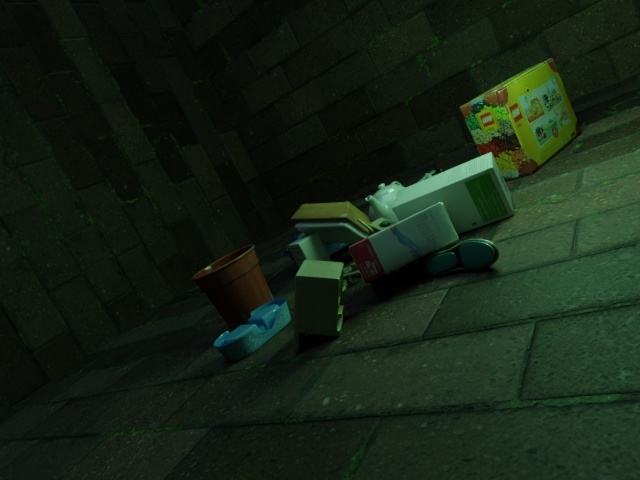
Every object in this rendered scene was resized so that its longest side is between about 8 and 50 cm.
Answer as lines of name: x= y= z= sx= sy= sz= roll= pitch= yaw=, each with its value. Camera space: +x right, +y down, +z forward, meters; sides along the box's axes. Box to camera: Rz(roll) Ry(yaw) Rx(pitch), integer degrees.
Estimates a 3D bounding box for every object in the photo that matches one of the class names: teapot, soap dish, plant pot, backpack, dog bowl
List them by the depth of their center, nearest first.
dog bowl: x=-0.220 y=0.303 z=1.643 sx=0.297 sy=0.074 sz=0.166 roll=-34 pitch=12 yaw=-39
plant pot: x=-0.316 y=0.195 z=1.888 sx=0.272 sy=0.265 sz=0.272 roll=-27 pitch=10 yaw=5
soap dish: x=0.058 y=-0.075 z=2.040 sx=0.291 sy=0.118 sz=0.229 roll=1 pitch=-19 yaw=38
teapot: x=0.308 y=-0.163 z=2.109 sx=0.252 sy=0.187 sz=0.256 roll=-28 pitch=1 yaw=-8
backpack: x=0.542 y=-0.256 z=2.372 sx=0.182 sy=0.152 sz=0.115 roll=-34 pitch=-4 yaw=-14

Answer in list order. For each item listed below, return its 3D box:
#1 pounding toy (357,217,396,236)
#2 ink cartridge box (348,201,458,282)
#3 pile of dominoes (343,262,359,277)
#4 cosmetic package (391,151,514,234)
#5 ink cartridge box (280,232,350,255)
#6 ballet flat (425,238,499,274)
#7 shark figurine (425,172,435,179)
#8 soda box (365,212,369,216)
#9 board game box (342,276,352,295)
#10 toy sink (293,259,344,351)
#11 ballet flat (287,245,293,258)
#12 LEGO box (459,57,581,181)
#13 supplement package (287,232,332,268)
pounding toy: x=0.225 y=-0.022 z=1.810 sx=0.100 sy=0.141 sz=0.130 roll=-28 pitch=32 yaw=-25
ink cartridge box: x=0.259 y=0.018 z=1.509 sx=0.306 sy=0.131 sz=0.226 roll=-25 pitch=-11 yaw=9
pile of dominoes: x=0.105 y=0.101 z=1.829 sx=0.251 sy=0.040 sz=0.196 roll=-19 pitch=3 yaw=39
cosmetic package: x=0.461 y=-0.134 z=1.702 sx=0.365 sy=0.197 sz=0.155 roll=-24 pitch=20 yaw=28
ink cartridge box: x=0.000 y=0.000 z=2.347 sx=0.395 sy=0.151 sz=0.270 roll=-31 pitch=6 yaw=7
ballet flat: x=0.403 y=0.044 z=1.346 sx=0.086 sy=0.086 sz=0.248 roll=-34 pitch=11 yaw=-35
shark figurine: x=0.526 y=-0.177 z=2.176 sx=0.116 sy=0.166 sz=0.278 roll=-50 pitch=15 yaw=32
soda box: x=0.328 y=-0.145 z=2.468 sx=0.092 sy=0.083 sz=0.263 roll=-18 pitch=13 yaw=39
board game box: x=0.014 y=0.203 z=1.670 sx=0.136 sy=0.030 sz=0.259 roll=-25 pitch=10 yaw=26
toy sink: x=0.001 y=0.191 z=1.392 sx=0.131 sy=0.234 sz=0.153 roll=4 pitch=14 yaw=7
ballet flat: x=-0.019 y=0.005 z=2.578 sx=0.348 sy=0.123 sz=0.123 roll=-27 pitch=10 yaw=-11
LEGO box: x=0.887 y=-0.526 z=2.118 sx=0.500 sy=0.372 sz=0.193 roll=-33 pitch=11 yaw=-33
supplement package: x=-0.039 y=0.071 z=2.044 sx=0.105 sy=0.179 sz=0.105 roll=-32 pitch=11 yaw=-29
